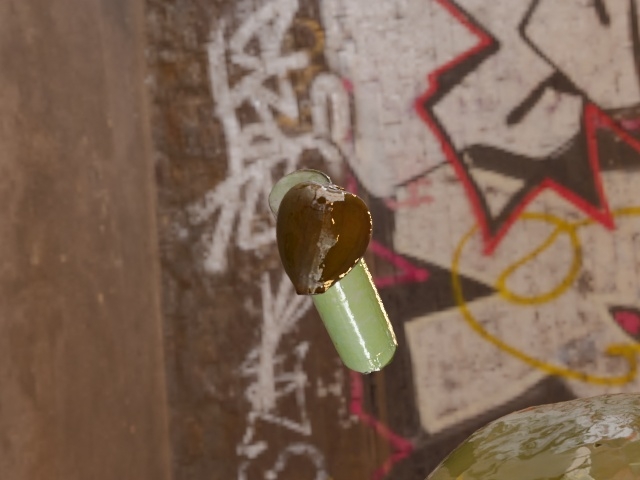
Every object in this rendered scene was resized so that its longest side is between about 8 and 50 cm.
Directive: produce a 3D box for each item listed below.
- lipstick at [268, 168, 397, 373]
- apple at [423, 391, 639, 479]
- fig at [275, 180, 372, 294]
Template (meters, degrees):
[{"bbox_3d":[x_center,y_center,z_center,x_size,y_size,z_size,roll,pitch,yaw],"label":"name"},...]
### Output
[{"bbox_3d":[0.020,0.043,1.322,0.304,0.076,0.076,67,16,-48],"label":"lipstick"},{"bbox_3d":[0.212,0.315,0.748,0.473,0.474,0.473,-5,90,-86],"label":"apple"},{"bbox_3d":[0.000,0.000,0.899,0.074,0.074,0.087,-11,115,-86],"label":"fig"}]
